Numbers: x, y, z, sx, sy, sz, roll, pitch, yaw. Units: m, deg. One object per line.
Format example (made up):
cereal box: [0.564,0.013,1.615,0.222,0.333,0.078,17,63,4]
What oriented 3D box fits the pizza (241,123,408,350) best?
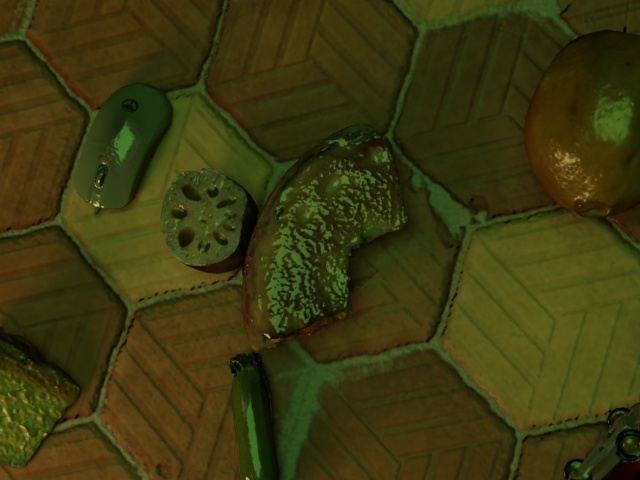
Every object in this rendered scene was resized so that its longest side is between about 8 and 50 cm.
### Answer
pizza: [0.000,0.000,1.717,0.161,0.085,0.305,29,82,1]

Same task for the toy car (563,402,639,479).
toy car: [0.347,0.265,1.607,0.112,0.112,0.139,41,101,-2]

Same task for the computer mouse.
computer mouse: [-0.255,-0.117,1.805,0.089,0.056,0.182,22,87,18]

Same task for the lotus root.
lotus root: [-0.135,-0.022,1.752,0.112,0.081,0.122,8,83,14]

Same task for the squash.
squash: [-0.079,0.223,1.721,0.052,0.052,0.183,-8,77,10]

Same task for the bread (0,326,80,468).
bread: [-0.389,0.194,1.764,0.152,0.127,0.147,32,89,-3]

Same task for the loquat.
loquat: [0.321,-0.137,1.627,0.187,0.176,0.234,-6,65,52]
